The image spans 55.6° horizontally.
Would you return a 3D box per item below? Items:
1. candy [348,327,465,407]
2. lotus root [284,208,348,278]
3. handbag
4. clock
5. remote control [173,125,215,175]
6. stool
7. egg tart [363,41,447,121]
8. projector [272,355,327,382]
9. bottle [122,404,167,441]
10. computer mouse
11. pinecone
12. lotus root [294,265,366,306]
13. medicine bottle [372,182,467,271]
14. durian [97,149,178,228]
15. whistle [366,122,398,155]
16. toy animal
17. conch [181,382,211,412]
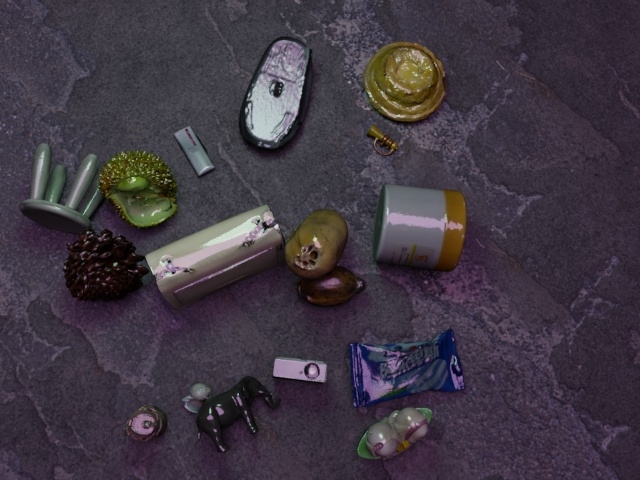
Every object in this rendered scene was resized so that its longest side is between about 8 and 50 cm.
[{"bbox_3d":[0.242,0.360,1.725,0.331,0.077,0.187,-6,77,-8],"label":"candy"},{"bbox_3d":[0.000,0.000,1.706,0.151,0.342,0.169,42,112,-3],"label":"lotus root"},{"bbox_3d":[-0.287,0.039,1.691,0.359,0.236,0.160,-24,80,-10],"label":"handbag"},{"bbox_3d":[0.203,0.521,1.642,0.231,0.144,0.103,-28,80,-12],"label":"clock"},{"bbox_3d":[-0.389,-0.280,1.877,0.065,0.029,0.166,-30,79,-10],"label":"remote control"},{"bbox_3d":[-0.725,-0.142,1.730,0.195,0.195,0.198,13,73,0],"label":"stool"},{"bbox_3d":[0.281,-0.524,1.952,0.291,0.115,0.290,1,75,-5],"label":"egg tart"},{"bbox_3d":[-0.058,0.359,1.682,0.147,0.115,0.061,7,76,-3],"label":"projector"},{"bbox_3d":[-0.463,0.483,1.599,0.099,0.152,0.098,1,76,-3],"label":"bottle"},{"bbox_3d":[-0.134,-0.454,1.902,0.203,0.114,0.373,19,82,-1],"label":"computer mouse"},{"bbox_3d":[-0.602,0.064,1.676,0.222,0.221,0.221,1,75,-4],"label":"pinecone"},{"bbox_3d":[0.029,0.128,1.748,0.210,0.120,0.120,-4,75,-3],"label":"lotus root"},{"bbox_3d":[0.280,-0.037,1.753,0.232,0.238,0.237,6,74,-1],"label":"medicine bottle"},{"bbox_3d":[-0.518,-0.156,1.739,0.200,0.237,0.176,-25,48,14],"label":"durian"},{"bbox_3d":[0.194,-0.316,1.925,0.109,0.046,0.057,41,61,1],"label":"whistle"},{"bbox_3d":[-0.220,0.459,1.630,0.245,0.114,0.146,-20,78,-42],"label":"toy animal"},{"bbox_3d":[-0.334,0.433,1.673,0.085,0.057,0.076,-28,88,29],"label":"conch"}]
